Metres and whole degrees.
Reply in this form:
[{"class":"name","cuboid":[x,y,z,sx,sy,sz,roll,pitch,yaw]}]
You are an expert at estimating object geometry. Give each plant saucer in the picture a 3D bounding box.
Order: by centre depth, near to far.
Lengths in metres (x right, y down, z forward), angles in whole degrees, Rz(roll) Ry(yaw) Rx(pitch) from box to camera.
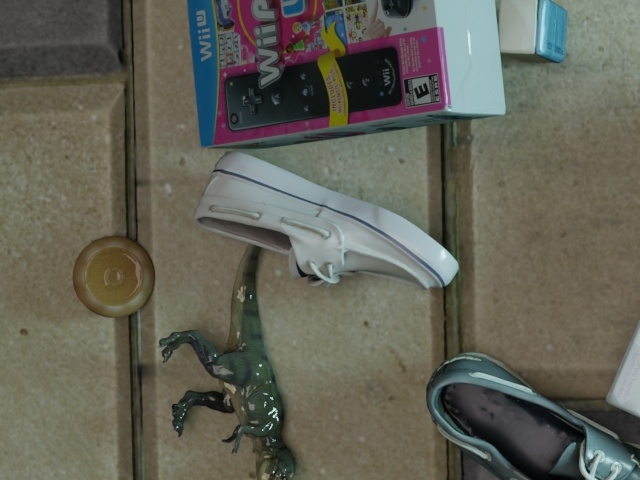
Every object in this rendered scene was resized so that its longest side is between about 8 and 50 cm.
[{"class":"plant saucer","cuboid":[-0.209,0.037,1.982,0.083,0.015,0.083,0,89,-8]}]

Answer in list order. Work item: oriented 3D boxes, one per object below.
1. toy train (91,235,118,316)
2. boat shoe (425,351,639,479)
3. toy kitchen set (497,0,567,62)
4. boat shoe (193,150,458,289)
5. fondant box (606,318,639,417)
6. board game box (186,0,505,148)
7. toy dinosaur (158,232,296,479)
[{"class":"toy train","cuboid":[-0.219,0.037,2.002,0.024,0.017,0.083,-7,89,26]},{"class":"boat shoe","cuboid":[0.231,0.218,1.828,0.319,0.099,0.116,35,100,13]},{"class":"toy kitchen set","cuboid":[0.259,-0.267,1.796,0.166,0.122,0.207,4,93,16]},{"class":"boat shoe","cuboid":[0.000,0.000,1.881,0.267,0.096,0.088,25,74,16]},{"class":"fondant box","cuboid":[0.457,0.100,1.761,0.330,0.096,0.238,24,98,14]},{"class":"board game box","cuboid":[0.015,-0.209,1.827,0.303,0.097,0.224,-6,89,42]},{"class":"toy dinosaur","cuboid":[-0.094,0.134,1.945,0.118,0.064,0.268,-8,86,3]}]
